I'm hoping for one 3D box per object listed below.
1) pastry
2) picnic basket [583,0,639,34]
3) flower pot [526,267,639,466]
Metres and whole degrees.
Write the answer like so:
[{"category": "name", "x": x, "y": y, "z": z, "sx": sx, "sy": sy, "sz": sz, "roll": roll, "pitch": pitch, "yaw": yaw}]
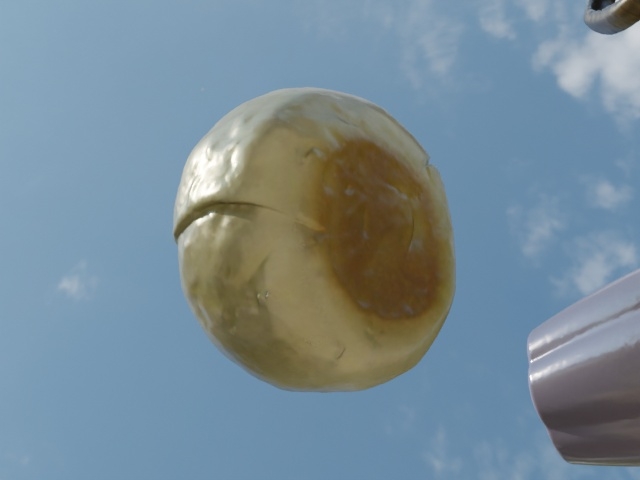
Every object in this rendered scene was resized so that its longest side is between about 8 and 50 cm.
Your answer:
[{"category": "pastry", "x": 0.000, "y": 0.000, "z": 0.552, "sx": 0.156, "sy": 0.092, "sz": 0.156, "roll": 6, "pitch": -99, "yaw": -43}, {"category": "picnic basket", "x": 0.398, "y": -0.354, "z": 1.187, "sx": 0.337, "sy": 0.293, "sz": 0.337, "roll": 0, "pitch": -78, "yaw": 1}, {"category": "flower pot", "x": 0.388, "y": 0.155, "z": 1.313, "sx": 0.243, "sy": 0.265, "sz": 0.265, "roll": -19, "pitch": -79, "yaw": 27}]
